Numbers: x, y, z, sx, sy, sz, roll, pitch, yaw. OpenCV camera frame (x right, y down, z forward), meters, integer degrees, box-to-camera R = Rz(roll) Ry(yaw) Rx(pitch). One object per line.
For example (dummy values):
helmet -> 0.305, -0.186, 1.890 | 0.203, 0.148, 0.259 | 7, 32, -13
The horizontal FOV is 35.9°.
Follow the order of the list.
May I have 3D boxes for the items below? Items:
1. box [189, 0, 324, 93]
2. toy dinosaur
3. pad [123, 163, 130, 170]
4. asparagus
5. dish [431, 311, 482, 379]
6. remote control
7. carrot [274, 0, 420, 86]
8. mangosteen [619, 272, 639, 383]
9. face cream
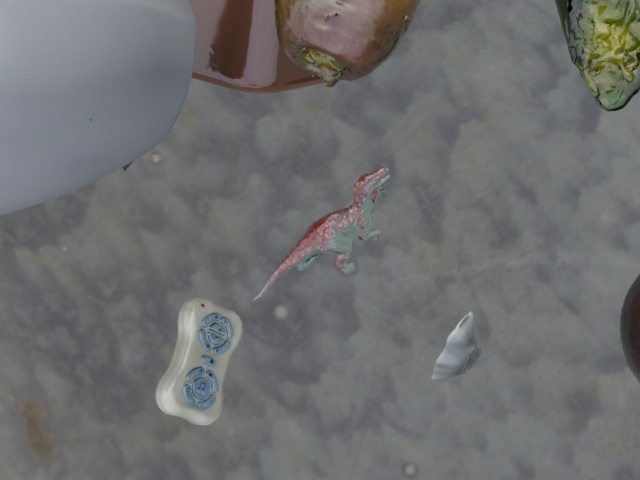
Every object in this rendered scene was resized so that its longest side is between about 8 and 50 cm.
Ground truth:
box -> -0.108, -0.308, 1.049 | 0.339, 0.239, 0.229 | 20, 116, 32
toy dinosaur -> 0.000, 0.000, 1.396 | 0.242, 0.167, 0.053 | -27, 56, -8
pad -> -0.226, -0.150, 1.148 | 0.157, 0.003, 0.112 | -22, 81, 65
asparagus -> 0.364, -0.367, 1.338 | 0.108, 0.128, 0.382 | -14, 87, -15
dish -> 0.202, 0.153, 1.381 | 0.039, 0.091, 0.137 | 37, 154, 20
remote control -> -0.120, 0.121, 0.992 | 0.032, 0.074, 0.122 | -11, 59, 48
carrot -> 0.032, -0.153, 0.407 | 0.060, 0.060, 0.186 | 19, 79, 16
mangosteen -> 0.600, 0.163, 1.447 | 0.307, 0.307, 0.347 | -15, 60, 24
face cream -> -0.290, -0.125, 0.733 | 0.312, 0.357, 0.219 | -25, 82, 47
